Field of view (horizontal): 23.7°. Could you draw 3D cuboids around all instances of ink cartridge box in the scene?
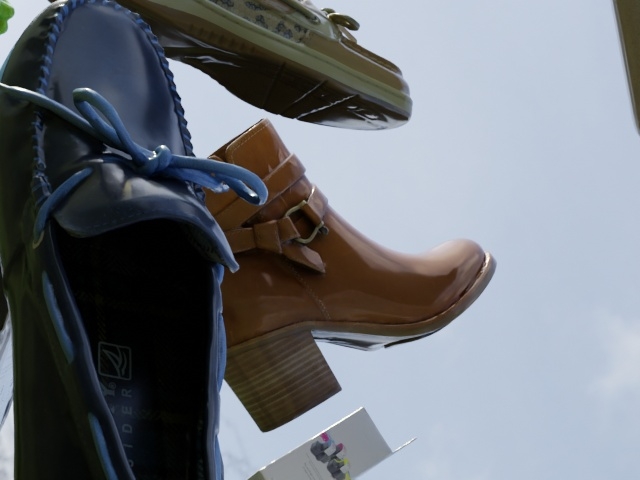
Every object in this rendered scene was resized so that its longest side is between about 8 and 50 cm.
[{"bbox_3d":[0.002,0.237,1.601,0.061,0.181,0.104,58,-32,8],"label":"ink cartridge box"}]

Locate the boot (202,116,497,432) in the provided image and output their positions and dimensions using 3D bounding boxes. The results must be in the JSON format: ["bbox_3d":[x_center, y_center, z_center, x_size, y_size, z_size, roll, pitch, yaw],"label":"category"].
[{"bbox_3d":[0.000,0.000,1.248,0.220,0.283,0.109,62,-27,-1],"label":"boot"}]

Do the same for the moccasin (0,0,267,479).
[{"bbox_3d":[-0.084,0.014,0.750,0.117,0.138,0.342,-42,-129,46],"label":"moccasin"}]

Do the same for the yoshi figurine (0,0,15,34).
[{"bbox_3d":[-0.390,-0.256,1.423,0.362,0.203,0.203,-33,-93,18],"label":"yoshi figurine"}]

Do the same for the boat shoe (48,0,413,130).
[{"bbox_3d":[-0.053,-0.161,1.078,0.104,0.285,0.089,-19,-129,62],"label":"boat shoe"}]

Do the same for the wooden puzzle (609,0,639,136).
[{"bbox_3d":[0.238,-0.297,1.124,0.322,0.080,0.348,67,20,-44],"label":"wooden puzzle"}]

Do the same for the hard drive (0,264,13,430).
[{"bbox_3d":[-0.362,0.100,1.692,0.237,0.064,0.339,-110,-142,-87],"label":"hard drive"}]
